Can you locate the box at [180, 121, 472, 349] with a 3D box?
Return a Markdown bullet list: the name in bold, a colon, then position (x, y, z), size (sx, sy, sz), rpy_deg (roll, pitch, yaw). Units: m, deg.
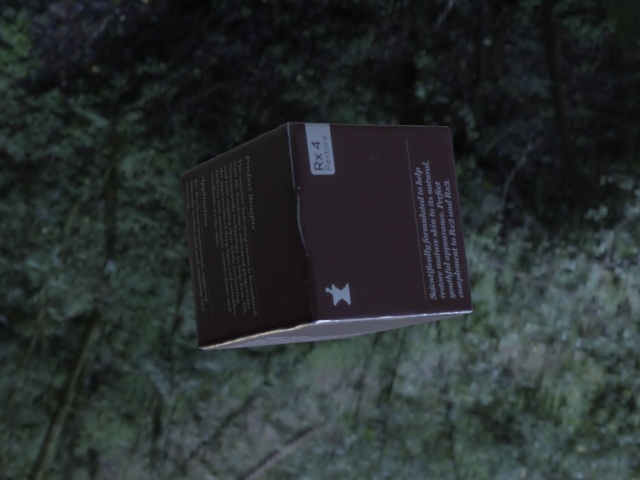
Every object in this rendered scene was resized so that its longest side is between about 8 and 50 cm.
- **box**: position (0.000, 0.000, 1.239), size (0.167, 0.168, 0.203), rpy_deg (-1, 172, -33)
